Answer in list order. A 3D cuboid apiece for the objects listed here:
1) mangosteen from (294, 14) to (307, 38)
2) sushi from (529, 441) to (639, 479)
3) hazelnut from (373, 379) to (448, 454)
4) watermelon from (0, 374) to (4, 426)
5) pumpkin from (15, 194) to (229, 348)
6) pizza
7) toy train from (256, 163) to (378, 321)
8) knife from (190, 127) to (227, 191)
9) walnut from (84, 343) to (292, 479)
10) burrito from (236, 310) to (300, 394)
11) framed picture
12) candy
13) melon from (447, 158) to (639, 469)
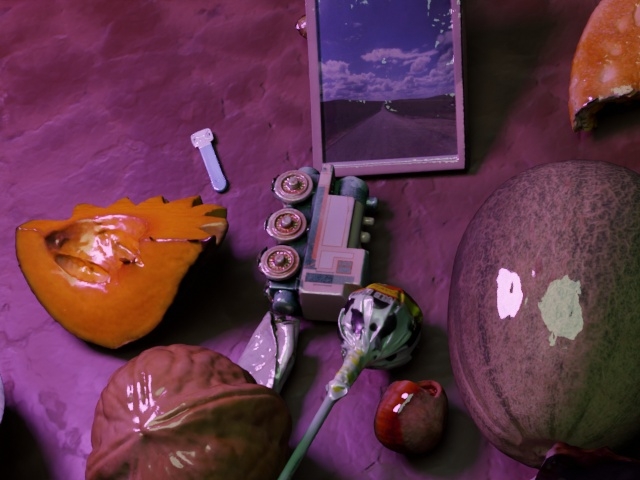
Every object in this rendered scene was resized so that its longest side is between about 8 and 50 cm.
[{"bbox_3d":[0.050,-0.341,1.960,0.172,0.172,0.184,-1,85,16],"label":"mangosteen"},{"bbox_3d":[0.291,0.332,1.380,0.294,0.299,0.281,13,79,21],"label":"sushi"},{"bbox_3d":[0.093,0.180,1.668,0.086,0.086,0.086,-8,57,12],"label":"hazelnut"},{"bbox_3d":[-0.460,0.198,1.753,0.305,0.180,0.224,13,78,21],"label":"watermelon"},{"bbox_3d":[-0.206,0.034,1.846,0.254,0.149,0.130,1,17,22],"label":"pumpkin"},{"bbox_3d":[0.366,-0.231,1.850,0.134,0.056,0.271,11,62,25],"label":"pizza"},{"bbox_3d":[0.000,0.000,1.805,0.125,0.081,0.194,5,56,8],"label":"toy train"},{"bbox_3d":[-0.132,-0.095,1.940,0.027,0.010,0.096,-23,58,1],"label":"knife"},{"bbox_3d":[-0.134,0.213,1.622,0.228,0.228,0.228,-8,57,12],"label":"walnut"},{"bbox_3d":[-0.056,0.131,1.755,0.074,0.044,0.118,9,59,43],"label":"burrito"},{"bbox_3d":[0.077,-0.203,1.869,0.189,0.023,0.260,-2,90,15],"label":"framed picture"},{"bbox_3d":[0.021,0.161,1.649,0.083,0.091,0.305,-21,28,45],"label":"candy"},{"bbox_3d":[0.243,0.070,1.580,0.249,0.248,0.329,3,50,18],"label":"melon"}]
